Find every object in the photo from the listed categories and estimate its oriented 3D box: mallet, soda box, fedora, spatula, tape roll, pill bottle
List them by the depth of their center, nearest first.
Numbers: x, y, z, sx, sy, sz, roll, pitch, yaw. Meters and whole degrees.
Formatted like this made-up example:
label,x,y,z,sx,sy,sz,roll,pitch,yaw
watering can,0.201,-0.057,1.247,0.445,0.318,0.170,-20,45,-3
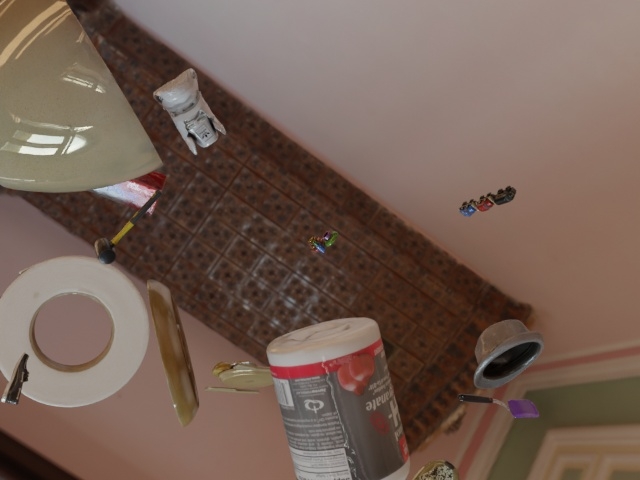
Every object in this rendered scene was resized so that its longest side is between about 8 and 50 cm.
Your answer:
label,x,y,z,sx,sy,sz,roll,pitch,yaw
pill bottle,0.037,0.290,1.110,0.176,0.318,0.176,-13,-176,1
mallet,-0.400,-0.035,1.520,0.189,0.039,0.062,-51,-144,-4
tape roll,-0.640,0.231,1.887,0.392,0.392,0.072,-56,-166,-8
soda box,-0.553,-0.168,1.950,0.092,0.263,0.083,-59,-162,30
fedora,0.599,0.358,2.409,0.275,0.244,0.124,-56,-137,33
spatula,0.603,0.556,2.498,0.084,0.296,0.030,-99,-153,-57

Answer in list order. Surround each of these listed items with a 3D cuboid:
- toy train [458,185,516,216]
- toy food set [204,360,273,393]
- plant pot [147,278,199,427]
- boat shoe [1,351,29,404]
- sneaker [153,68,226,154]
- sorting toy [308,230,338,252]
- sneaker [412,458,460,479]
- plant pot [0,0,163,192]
label,x,y,z,sx,sy,sz,roll,pitch,yaw
toy train,0.348,-0.078,1.536,0.158,0.027,0.036,-21,-141,56
toy food set,-0.140,0.254,1.413,0.192,0.132,0.038,-41,-134,53
plant pot,-0.225,0.171,1.134,0.032,0.236,0.236,-13,-179,-10
boat shoe,-0.669,0.307,1.623,0.046,0.038,0.125,-56,-159,40
sneaker,-0.371,-0.372,2.131,0.137,0.210,0.366,-36,-168,-5
sorting toy,0.000,0.000,2.057,0.102,0.042,0.061,-33,-154,39
sneaker,0.285,0.847,2.176,0.410,0.158,0.182,-58,167,-1
plant pot,-0.361,-0.172,0.949,0.191,0.284,0.284,-33,-176,-9
